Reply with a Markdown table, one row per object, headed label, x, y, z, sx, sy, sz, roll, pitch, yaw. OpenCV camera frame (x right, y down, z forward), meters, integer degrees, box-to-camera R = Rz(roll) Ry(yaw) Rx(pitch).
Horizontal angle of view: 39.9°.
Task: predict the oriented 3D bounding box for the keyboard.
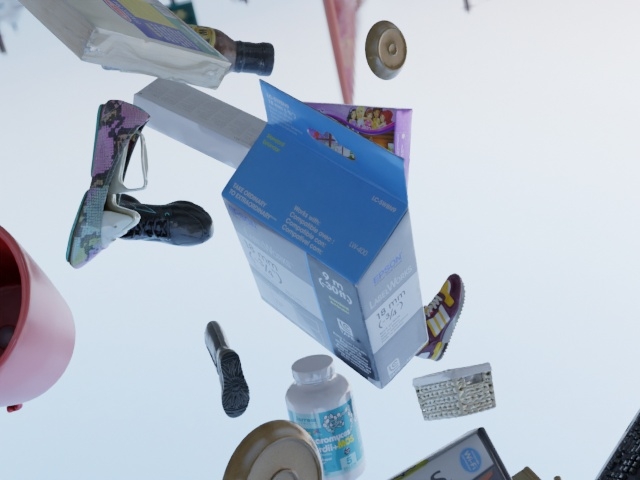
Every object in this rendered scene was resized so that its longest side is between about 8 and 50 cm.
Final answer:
| label | x | y | z | sx | sy | sz | roll | pitch | yaw |
| --- | --- | --- | --- | --- | --- | --- | --- | --- | --- |
| keyboard | 0.623 | 0.351 | 1.601 | 0.317 | 0.033 | 0.201 | -52 | -166 | -16 |

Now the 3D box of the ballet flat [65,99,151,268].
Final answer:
| label | x | y | z | sx | sy | sz | roll | pitch | yaw |
| --- | --- | --- | --- | --- | --- | --- | --- | --- | --- |
| ballet flat | -0.259 | -0.064 | 1.106 | 0.079 | 0.222 | 0.077 | 14 | -175 | 0 |

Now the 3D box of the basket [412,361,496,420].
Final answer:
| label | x | y | z | sx | sy | sz | roll | pitch | yaw |
| --- | --- | --- | --- | --- | --- | --- | --- | --- | --- |
| basket | 0.299 | 0.338 | 1.957 | 0.113 | 0.103 | 0.167 | -8 | 171 | -30 |

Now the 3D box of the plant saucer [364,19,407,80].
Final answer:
| label | x | y | z | sx | sy | sz | roll | pitch | yaw |
| --- | --- | --- | --- | --- | --- | --- | --- | --- | --- |
| plant saucer | 0.096 | -0.267 | 1.233 | 0.083 | 0.083 | 0.015 | -28 | -157 | -37 |

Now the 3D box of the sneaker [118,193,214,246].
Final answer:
| label | x | y | z | sx | sy | sz | roll | pitch | yaw |
| --- | --- | --- | --- | --- | --- | --- | --- | --- | --- |
| sneaker | -0.342 | -0.028 | 1.758 | 0.267 | 0.101 | 0.106 | 7 | -159 | 19 |

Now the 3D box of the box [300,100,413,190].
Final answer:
| label | x | y | z | sx | sy | sz | roll | pitch | yaw |
| --- | --- | --- | --- | --- | --- | --- | --- | --- | --- |
| box | 0.032 | -0.153 | 1.633 | 0.293 | 0.201 | 0.057 | 11 | -167 | 40 |

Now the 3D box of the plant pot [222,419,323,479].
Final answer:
| label | x | y | z | sx | sy | sz | roll | pitch | yaw |
| --- | --- | --- | --- | --- | --- | --- | --- | --- | --- |
| plant pot | -0.073 | 0.428 | 1.510 | 0.032 | 0.236 | 0.236 | 2 | -156 | 45 |

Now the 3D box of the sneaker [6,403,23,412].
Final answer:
| label | x | y | z | sx | sy | sz | roll | pitch | yaw |
| --- | --- | --- | --- | --- | --- | --- | --- | --- | --- |
| sneaker | -0.575 | 0.260 | 1.640 | 0.107 | 0.118 | 0.279 | -40 | 166 | 31 |

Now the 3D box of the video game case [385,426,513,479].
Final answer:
| label | x | y | z | sx | sy | sz | roll | pitch | yaw |
| --- | --- | --- | --- | --- | --- | --- | --- | --- | --- |
| video game case | 0.127 | 0.358 | 0.850 | 0.248 | 0.275 | 0.035 | -23 | 169 | -28 |

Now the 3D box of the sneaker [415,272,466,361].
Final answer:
| label | x | y | z | sx | sy | sz | roll | pitch | yaw |
| --- | --- | --- | --- | --- | --- | --- | --- | --- | --- |
| sneaker | 0.229 | 0.150 | 1.774 | 0.084 | 0.185 | 0.069 | 16 | -178 | -15 |

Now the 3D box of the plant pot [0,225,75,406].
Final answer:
| label | x | y | z | sx | sy | sz | roll | pitch | yaw |
| --- | --- | --- | --- | --- | --- | --- | --- | --- | --- |
| plant pot | -0.483 | 0.120 | 1.235 | 0.275 | 0.275 | 0.243 | -11 | 162 | 5 |

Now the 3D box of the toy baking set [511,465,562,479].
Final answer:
| label | x | y | z | sx | sy | sz | roll | pitch | yaw |
| --- | --- | --- | --- | --- | --- | --- | --- | --- | --- |
| toy baking set | 0.405 | 0.562 | 1.707 | 0.196 | 0.030 | 0.256 | -14 | -134 | 2 |

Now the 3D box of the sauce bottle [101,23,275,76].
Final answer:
| label | x | y | z | sx | sy | sz | roll | pitch | yaw |
| --- | --- | --- | --- | --- | --- | --- | --- | --- | --- |
| sauce bottle | -0.265 | -0.383 | 1.780 | 0.344 | 0.111 | 0.111 | 0 | -166 | -21 |

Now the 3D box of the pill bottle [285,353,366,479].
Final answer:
| label | x | y | z | sx | sy | sz | roll | pitch | yaw |
| --- | --- | --- | --- | --- | --- | --- | --- | --- | --- |
| pill bottle | 0.007 | 0.381 | 1.881 | 0.146 | 0.264 | 0.146 | -11 | -166 | 3 |

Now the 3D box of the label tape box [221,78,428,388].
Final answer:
| label | x | y | z | sx | sy | sz | roll | pitch | yaw |
| --- | --- | --- | --- | --- | --- | --- | --- | --- | --- |
| label tape box | 0.000 | 0.000 | 1.076 | 0.106 | 0.334 | 0.240 | -41 | -127 | -21 |

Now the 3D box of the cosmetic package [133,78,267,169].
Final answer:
| label | x | y | z | sx | sy | sz | roll | pitch | yaw |
| --- | --- | --- | --- | --- | --- | --- | --- | --- | --- |
| cosmetic package | -0.205 | -0.206 | 1.555 | 0.239 | 0.060 | 0.099 | 26 | -142 | 10 |

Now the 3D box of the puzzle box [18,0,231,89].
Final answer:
| label | x | y | z | sx | sy | sz | roll | pitch | yaw |
| --- | --- | --- | --- | --- | --- | --- | --- | --- | --- |
| puzzle box | -0.349 | -0.365 | 1.293 | 0.409 | 0.052 | 0.272 | 43 | -158 | 27 |

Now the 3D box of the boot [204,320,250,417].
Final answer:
| label | x | y | z | sx | sy | sz | roll | pitch | yaw |
| --- | --- | --- | --- | --- | --- | --- | --- | --- | --- |
| boot | -0.238 | 0.313 | 2.164 | 0.076 | 0.190 | 0.208 | -7 | -167 | -23 |
